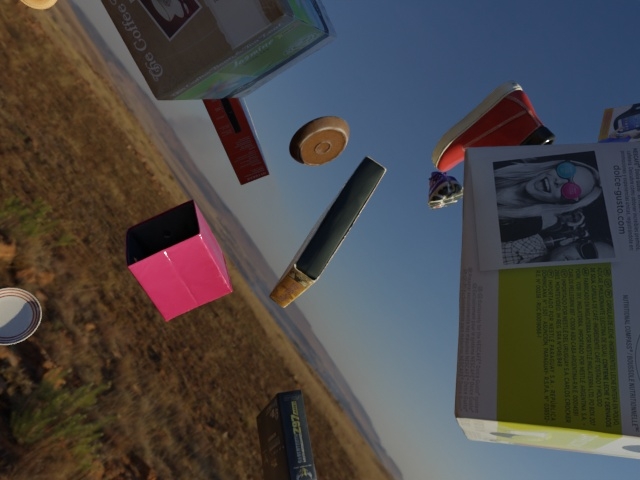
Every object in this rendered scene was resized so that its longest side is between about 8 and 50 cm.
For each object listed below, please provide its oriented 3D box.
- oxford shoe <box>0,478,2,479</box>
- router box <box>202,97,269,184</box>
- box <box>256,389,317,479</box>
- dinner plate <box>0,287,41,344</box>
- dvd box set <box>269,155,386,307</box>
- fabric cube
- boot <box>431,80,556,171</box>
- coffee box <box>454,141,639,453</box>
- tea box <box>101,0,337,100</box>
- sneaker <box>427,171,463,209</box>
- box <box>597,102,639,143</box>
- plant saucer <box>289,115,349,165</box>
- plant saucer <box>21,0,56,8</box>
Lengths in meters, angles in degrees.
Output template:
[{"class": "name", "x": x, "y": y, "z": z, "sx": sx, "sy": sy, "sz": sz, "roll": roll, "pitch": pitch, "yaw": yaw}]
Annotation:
[{"class": "oxford shoe", "x": -0.791, "y": 0.693, "z": 1.277, "sx": 0.227, "sy": 0.082, "sz": 0.096, "roll": 55, "pitch": 6, "yaw": 35}, {"class": "router box", "x": -0.242, "y": -0.359, "z": 1.342, "sx": 0.336, "sy": 0.082, "sz": 0.301, "roll": -112, "pitch": -178, "yaw": -50}, {"class": "box", "x": -0.080, "y": 0.445, "z": 1.114, "sx": 0.233, "sy": 0.059, "sz": 0.184, "roll": 120, "pitch": -38, "yaw": -55}, {"class": "dinner plate", "x": -0.759, "y": 0.185, "z": 1.256, "sx": 0.141, "sy": 0.141, "sz": 0.017, "roll": 55, "pitch": -34, "yaw": 4}, {"class": "dvd box set", "x": 0.000, "y": 0.000, "z": 1.265, "sx": 0.062, "sy": 0.308, "sz": 0.420, "roll": 33, "pitch": -18, "yaw": -3}, {"class": "fabric cube", "x": -0.481, "y": 0.064, "z": 1.758, "sx": 0.254, "sy": 0.258, "sz": 0.258, "roll": -120, "pitch": -173, "yaw": -54}, {"class": "boot", "x": 0.350, "y": -0.178, "z": 1.062, "sx": 0.244, "sy": 0.088, "sz": 0.176, "roll": -44, "pitch": -113, "yaw": 45}, {"class": "coffee box", "x": 0.365, "y": 0.101, "z": 0.691, "sx": 0.338, "sy": 0.333, "sz": 0.339, "roll": 53, "pitch": 41, "yaw": -61}, {"class": "tea box", "x": -0.166, "y": -0.406, "z": 0.761, "sx": 0.329, "sy": 0.219, "sz": 0.323, "roll": 62, "pitch": 21, "yaw": -9}, {"class": "sneaker", "x": 0.228, "y": -0.102, "z": 0.991, "sx": 0.170, "sy": 0.068, "sz": 0.071, "roll": 25, "pitch": 49, "yaw": -83}, {"class": "box", "x": 0.466, "y": -0.160, "z": 0.719, "sx": 0.136, "sy": 0.081, "sz": 0.028, "roll": -4, "pitch": -39, "yaw": 45}, {"class": "plant saucer", "x": 0.002, "y": -0.248, "z": 1.331, "sx": 0.168, "sy": 0.168, "sz": 0.029, "roll": 68, "pitch": -2, "yaw": -60}, {"class": "plant saucer", "x": -0.562, "y": -0.500, "z": 1.017, "sx": 0.084, "sy": 0.083, "sz": 0.013, "roll": 62, "pitch": 2, "yaw": -40}]
